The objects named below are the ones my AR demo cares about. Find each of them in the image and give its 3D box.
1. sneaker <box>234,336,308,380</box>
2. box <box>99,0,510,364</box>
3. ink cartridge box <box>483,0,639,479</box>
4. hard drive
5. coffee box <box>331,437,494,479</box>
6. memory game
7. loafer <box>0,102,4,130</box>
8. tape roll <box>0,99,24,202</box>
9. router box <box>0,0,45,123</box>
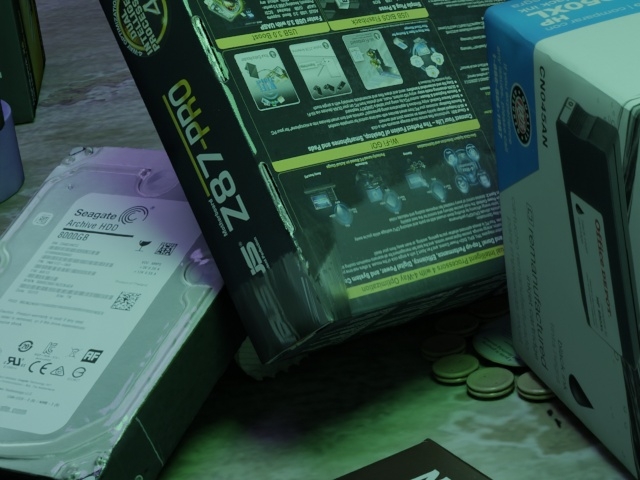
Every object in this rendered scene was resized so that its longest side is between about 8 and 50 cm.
[{"bbox_3d":[0.000,-0.001,1.584,0.293,0.102,0.146,-25,41,-37],"label":"sneaker"},{"bbox_3d":[0.054,-0.100,1.484,0.395,0.318,0.097,-15,-16,-45],"label":"box"},{"bbox_3d":[0.262,0.013,1.243,0.166,0.285,0.395,-14,25,-14],"label":"ink cartridge box"},{"bbox_3d":[-0.172,0.060,1.444,0.237,0.064,0.339,6,45,32],"label":"hard drive"},{"bbox_3d":[-0.013,0.234,1.036,0.297,0.119,0.168,-19,24,-25],"label":"coffee box"},{"bbox_3d":[0.170,0.079,1.490,0.186,0.012,0.186,-6,23,3],"label":"memory game"},{"bbox_3d":[-0.392,-0.163,1.961,0.078,0.080,0.220,-17,24,-21],"label":"loafer"},{"bbox_3d":[-0.409,-0.084,1.990,0.189,0.080,0.189,-8,23,3],"label":"tape roll"},{"bbox_3d":[-0.392,-0.315,2.237,0.081,0.309,0.243,-8,23,-1],"label":"router box"}]
